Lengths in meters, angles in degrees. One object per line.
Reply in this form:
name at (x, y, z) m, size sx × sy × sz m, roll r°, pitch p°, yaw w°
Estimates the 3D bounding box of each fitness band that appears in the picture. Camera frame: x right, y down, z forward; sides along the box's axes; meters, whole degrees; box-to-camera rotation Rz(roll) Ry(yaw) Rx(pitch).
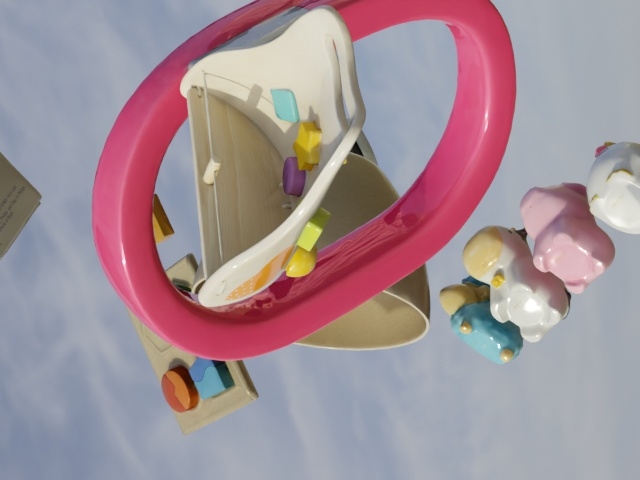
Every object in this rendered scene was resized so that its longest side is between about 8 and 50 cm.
fitness band at (-0.001, -0.048, 0.723) m, size 0.291 × 0.054 × 0.209 m, roll -29°, pitch -48°, yaw -26°

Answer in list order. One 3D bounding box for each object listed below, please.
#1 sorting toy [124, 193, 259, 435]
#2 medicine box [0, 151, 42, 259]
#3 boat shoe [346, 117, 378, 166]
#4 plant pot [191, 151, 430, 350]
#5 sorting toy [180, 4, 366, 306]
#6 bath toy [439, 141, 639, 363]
sorting toy at (-0.206, 0.105, 1.643) m, size 0.041 × 0.229 × 0.307 m, roll -21°, pitch -98°, yaw -37°
medicine box at (-0.581, -0.082, 1.637) m, size 0.289 × 0.263 × 0.149 m, roll 52°, pitch -136°, yaw -29°
boat shoe at (0.051, -0.064, 1.717) m, size 0.095 × 0.079 × 0.254 m, roll 61°, pitch 175°, yaw 39°
plant pot at (0.000, 0.000, 1.463) m, size 0.284 × 0.284 × 0.191 m, roll 45°, pitch -132°, yaw -56°
sorting toy at (-0.009, -0.031, 0.373) m, size 0.045 × 0.075 × 0.083 m, roll 7°, pitch -122°, yaw -26°
bath toy at (0.287, -0.003, 1.451) m, size 0.151 × 0.348 × 0.129 m, roll 41°, pitch -141°, yaw -1°
